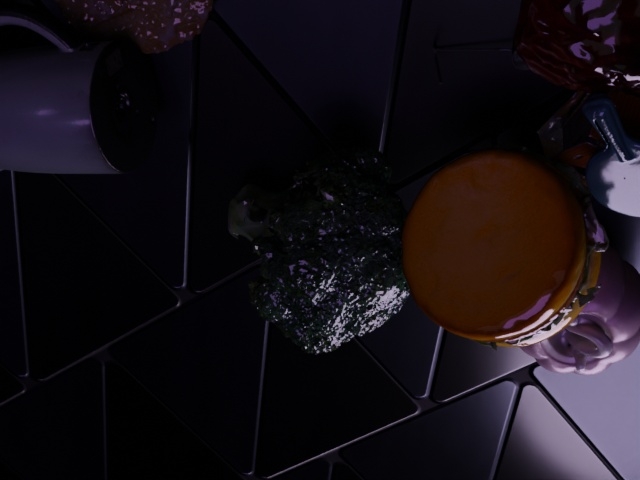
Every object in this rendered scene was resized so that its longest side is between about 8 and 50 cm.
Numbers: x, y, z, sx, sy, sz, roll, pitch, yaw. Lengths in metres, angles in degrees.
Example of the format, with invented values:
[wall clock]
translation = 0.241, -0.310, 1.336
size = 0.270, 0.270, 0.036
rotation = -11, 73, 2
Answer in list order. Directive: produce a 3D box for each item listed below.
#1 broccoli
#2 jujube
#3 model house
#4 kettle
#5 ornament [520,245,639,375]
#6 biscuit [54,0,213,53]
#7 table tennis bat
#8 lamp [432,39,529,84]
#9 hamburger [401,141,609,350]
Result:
[broccoli]
translation = 0.000, 0.000, 1.513
size = 0.270, 0.270, 0.270
rotation = 27, 137, 35
[jujube]
translation = 0.378, -0.247, 1.247
size = 0.342, 0.216, 0.216
rotation = 7, 128, 0
[model house]
translation = 0.377, -0.089, 1.396
size = 0.219, 0.136, 0.207
rotation = 28, 126, -9
[kettle]
translation = -0.348, -0.186, 1.470
size = 0.236, 0.161, 0.221
rotation = 1, 121, 22
[ornament]
translation = 0.328, 0.091, 1.530
size = 0.178, 0.177, 0.177
rotation = 6, 128, 8
[biscuit]
translation = -0.228, -0.316, 1.420
size = 0.220, 0.033, 0.219
rotation = 6, 131, 7
[table tennis bat]
translation = 0.336, -0.087, 1.295
size = 0.124, 0.033, 0.201
rotation = -12, 138, 34
[lamp]
translation = 0.193, -0.220, 1.396
size = 0.121, 0.054, 0.041
rotation = -6, 126, 8
[hamburger]
translation = 0.224, 0.011, 1.412
size = 0.246, 0.246, 0.170
rotation = -20, 160, 25
